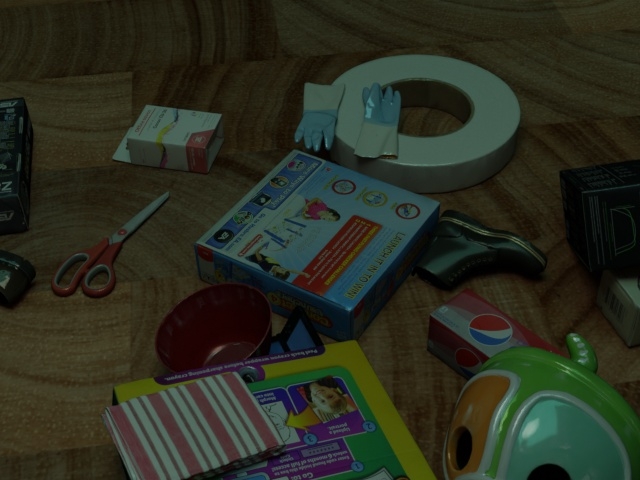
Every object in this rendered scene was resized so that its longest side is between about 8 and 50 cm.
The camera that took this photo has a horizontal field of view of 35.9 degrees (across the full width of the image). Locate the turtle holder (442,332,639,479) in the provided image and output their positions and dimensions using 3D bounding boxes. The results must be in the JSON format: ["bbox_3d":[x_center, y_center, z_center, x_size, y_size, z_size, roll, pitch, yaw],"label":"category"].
[{"bbox_3d":[0.291,0.302,1.251,0.243,0.320,0.227,-6,28,46],"label":"turtle holder"}]

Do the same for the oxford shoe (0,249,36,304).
[{"bbox_3d":[-0.596,0.055,1.628,0.227,0.083,0.096,9,47,13],"label":"oxford shoe"}]

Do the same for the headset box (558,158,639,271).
[{"bbox_3d":[0.548,-0.056,1.587,0.283,0.131,0.246,-8,11,6],"label":"headset box"}]

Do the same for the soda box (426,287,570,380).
[{"bbox_3d":[0.282,0.184,1.465,0.092,0.083,0.263,-32,50,-30],"label":"soda box"}]

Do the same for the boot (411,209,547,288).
[{"bbox_3d":[0.263,0.045,1.646,0.198,0.077,0.137,22,60,23],"label":"boot"}]

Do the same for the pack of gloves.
[{"bbox_3d":[0.054,-0.246,1.873,0.195,0.046,0.232,4,42,4],"label":"pack of gloves"}]

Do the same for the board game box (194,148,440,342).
[{"bbox_3d":[0.000,0.000,1.673,0.302,0.086,0.308,23,47,24],"label":"board game box"}]

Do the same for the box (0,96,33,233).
[{"bbox_3d":[-0.740,-0.125,1.822,0.394,0.097,0.318,-8,41,-8],"label":"box"}]

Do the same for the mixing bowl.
[{"bbox_3d":[-0.146,0.161,1.475,0.181,0.098,0.181,-10,42,10],"label":"mixing bowl"}]

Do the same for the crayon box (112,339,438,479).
[{"bbox_3d":[-0.060,0.299,1.292,0.363,0.106,0.313,-8,42,-22],"label":"crayon box"}]

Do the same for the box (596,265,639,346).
[{"bbox_3d":[0.591,0.074,1.572,0.275,0.094,0.113,-13,42,-13],"label":"box"}]

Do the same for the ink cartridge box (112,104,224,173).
[{"bbox_3d":[-0.299,-0.200,1.916,0.198,0.067,0.115,7,43,10],"label":"ink cartridge box"}]

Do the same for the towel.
[{"bbox_3d":[-0.159,0.240,1.238,0.197,0.029,0.144,-12,43,-28],"label":"towel"}]

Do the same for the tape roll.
[{"bbox_3d":[0.195,-0.238,1.946,0.392,0.072,0.392,-1,43,1],"label":"tape roll"}]

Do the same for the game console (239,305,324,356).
[{"bbox_3d":[-0.056,0.172,1.498,0.071,0.107,0.122,8,34,-34],"label":"game console"}]

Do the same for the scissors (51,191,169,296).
[{"bbox_3d":[-0.367,-0.004,1.733,0.109,0.021,0.297,9,44,14],"label":"scissors"}]
